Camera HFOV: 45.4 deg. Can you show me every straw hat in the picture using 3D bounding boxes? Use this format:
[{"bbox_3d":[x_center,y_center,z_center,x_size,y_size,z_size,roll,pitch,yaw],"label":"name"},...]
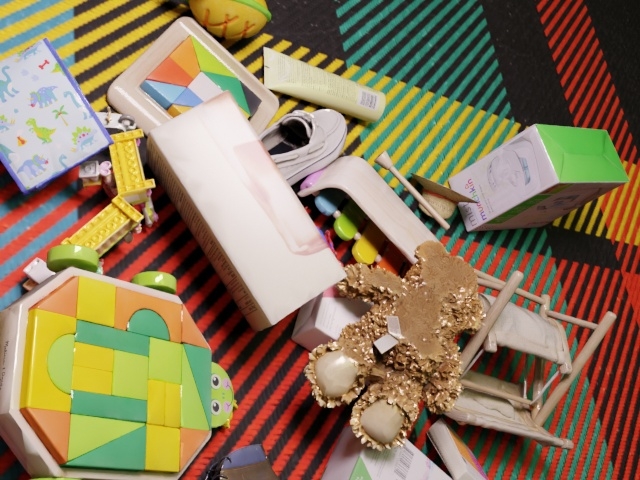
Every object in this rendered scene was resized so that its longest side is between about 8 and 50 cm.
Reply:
[{"bbox_3d":[0.221,-0.071,1.432,0.144,0.144,0.061,20,97,-31],"label":"straw hat"}]

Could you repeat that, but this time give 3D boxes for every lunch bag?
[{"bbox_3d":[-0.347,-0.148,0.943,0.128,0.096,0.151,-34,81,-11],"label":"lunch bag"}]

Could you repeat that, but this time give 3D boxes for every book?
[{"bbox_3d":[0.223,0.344,1.165,0.096,0.035,0.144,44,6,-17],"label":"book"}]

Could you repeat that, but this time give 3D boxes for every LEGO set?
[{"bbox_3d":[-0.276,-0.030,0.993,0.132,0.107,0.287,6,62,1],"label":"LEGO set"}]

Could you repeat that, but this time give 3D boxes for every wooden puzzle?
[{"bbox_3d":[-0.184,-0.222,1.190,0.221,0.044,0.239,41,47,-15],"label":"wooden puzzle"}]

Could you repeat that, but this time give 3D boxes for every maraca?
[{"bbox_3d":[-0.166,-0.387,1.246,0.185,0.127,0.099,12,85,-40],"label":"maraca"}]

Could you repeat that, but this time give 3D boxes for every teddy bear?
[{"bbox_3d":[0.110,0.146,1.100,0.245,0.113,0.338,26,50,-3],"label":"teddy bear"}]

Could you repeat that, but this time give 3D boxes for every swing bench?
[{"bbox_3d":[0.319,0.192,1.282,0.253,0.165,0.255,22,87,-31],"label":"swing bench"}]

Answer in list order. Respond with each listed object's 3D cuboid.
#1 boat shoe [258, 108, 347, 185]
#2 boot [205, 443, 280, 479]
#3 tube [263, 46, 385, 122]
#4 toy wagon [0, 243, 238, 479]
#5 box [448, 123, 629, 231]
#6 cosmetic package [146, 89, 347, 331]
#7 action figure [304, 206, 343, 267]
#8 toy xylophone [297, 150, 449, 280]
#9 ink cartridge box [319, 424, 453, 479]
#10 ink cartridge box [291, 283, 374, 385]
[{"bbox_3d":[-0.038,-0.165,1.234,0.096,0.088,0.267,33,45,21],"label":"boat shoe"},{"bbox_3d":[-0.130,0.312,0.922,0.219,0.082,0.106,7,51,-48],"label":"boot"},{"bbox_3d":[0.004,-0.275,1.376,0.240,0.062,0.070,14,15,-29],"label":"tube"},{"bbox_3d":[-0.206,0.161,0.877,0.344,0.068,0.267,23,56,-47],"label":"toy wagon"},{"bbox_3d":[0.430,-0.121,1.520,0.261,0.231,0.127,-4,69,-42],"label":"box"},{"bbox_3d":[-0.107,-0.034,1.050,0.129,0.153,0.296,-32,90,-18],"label":"cosmetic package"},{"bbox_3d":[0.000,0.000,1.234,0.115,0.030,0.038,55,40,-4],"label":"action figure"},{"bbox_3d":[0.116,-0.023,1.301,0.323,0.081,0.236,51,32,-3],"label":"toy xylophone"},{"bbox_3d":[0.103,0.374,1.063,0.212,0.093,0.154,42,47,-12],"label":"ink cartridge box"},{"bbox_3d":[0.062,0.143,1.176,0.198,0.067,0.115,34,48,-22],"label":"ink cartridge box"}]
